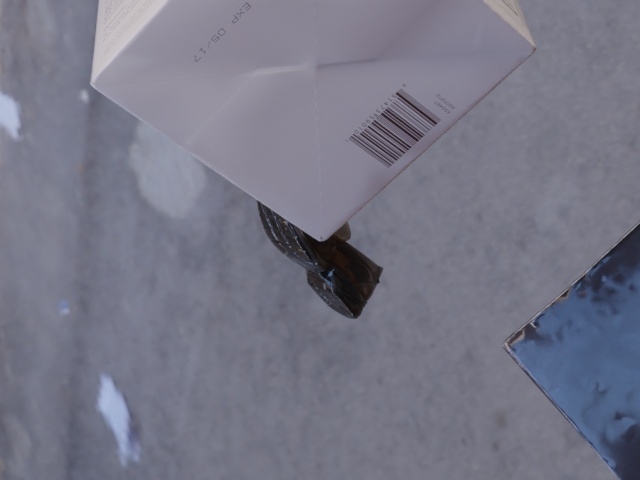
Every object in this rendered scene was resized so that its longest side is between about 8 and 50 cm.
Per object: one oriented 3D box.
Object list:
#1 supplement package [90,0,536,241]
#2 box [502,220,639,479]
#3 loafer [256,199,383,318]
[{"bbox_3d":[-0.013,-0.184,0.963,0.199,0.198,0.263,-42,30,24],"label":"supplement package"},{"bbox_3d":[0.359,0.061,1.263,0.294,0.296,0.183,-44,70,16],"label":"box"},{"bbox_3d":[0.000,0.000,1.343,0.062,0.061,0.170,23,157,46],"label":"loafer"}]
